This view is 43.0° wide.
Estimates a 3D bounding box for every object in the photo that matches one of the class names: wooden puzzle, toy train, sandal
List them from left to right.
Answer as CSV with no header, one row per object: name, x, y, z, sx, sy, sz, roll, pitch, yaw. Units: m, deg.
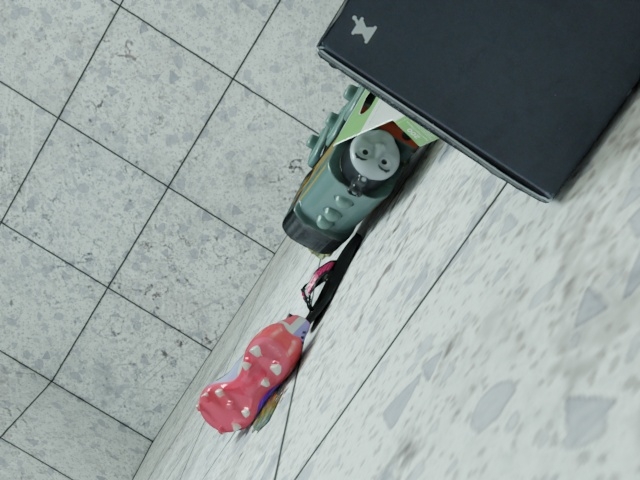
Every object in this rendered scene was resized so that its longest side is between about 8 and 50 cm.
wooden puzzle,-0.068,0.220,1.049,0.083,0.006,0.049,-52,8,49
sandal,0.004,0.054,1.169,0.179,0.040,0.067,-61,7,-32
toy train,0.048,-0.103,1.192,0.190,0.142,0.334,-66,10,-22

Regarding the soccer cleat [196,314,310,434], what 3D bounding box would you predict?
soccer cleat,-0.093,0.190,1.130,0.095,0.083,0.248,-40,-9,-46

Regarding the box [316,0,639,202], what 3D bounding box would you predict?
box,0.163,-0.233,0.604,0.343,0.179,0.312,-57,4,12

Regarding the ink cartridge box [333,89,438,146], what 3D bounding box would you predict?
ink cartridge box,0.133,-0.188,0.976,0.235,0.056,0.171,-20,35,55

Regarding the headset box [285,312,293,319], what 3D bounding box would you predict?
headset box,-0.051,0.147,1.188,0.083,0.032,0.062,-56,6,5

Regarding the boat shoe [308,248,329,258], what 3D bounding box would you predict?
boat shoe,-0.001,0.002,1.509,0.056,0.048,0.153,-58,5,-1
